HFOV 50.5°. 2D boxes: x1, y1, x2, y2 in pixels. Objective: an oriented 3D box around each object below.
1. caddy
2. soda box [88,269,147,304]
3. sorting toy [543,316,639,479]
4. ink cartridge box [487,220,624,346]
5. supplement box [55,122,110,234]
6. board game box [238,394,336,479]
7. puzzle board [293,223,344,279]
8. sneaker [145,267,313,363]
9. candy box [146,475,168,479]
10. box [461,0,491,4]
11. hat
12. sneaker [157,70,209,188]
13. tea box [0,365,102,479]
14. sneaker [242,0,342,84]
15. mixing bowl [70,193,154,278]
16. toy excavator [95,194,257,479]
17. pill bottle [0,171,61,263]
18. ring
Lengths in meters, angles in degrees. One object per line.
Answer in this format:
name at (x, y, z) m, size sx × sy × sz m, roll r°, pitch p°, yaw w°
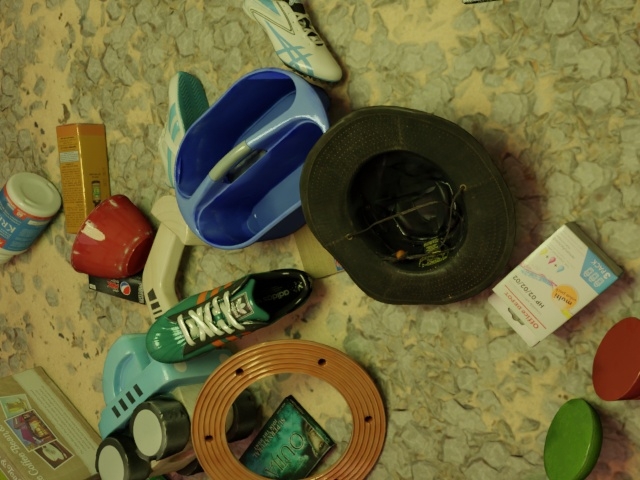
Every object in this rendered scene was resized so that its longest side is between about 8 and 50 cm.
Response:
caddy at (-0.104, -0.133, 1.147) m, size 0.341 × 0.179 × 0.241 m, roll -37°, pitch 75°, yaw 28°
soda box at (-0.411, 0.088, 1.433) m, size 0.169 × 0.060 × 0.053 m, roll 12°, pitch 108°, yaw 29°
sorting toy at (0.415, 0.286, 0.967) m, size 0.126 × 0.127 × 0.365 m, roll 20°, pitch 112°, yaw -4°
ink cartridge box at (0.331, 0.071, 0.991) m, size 0.104 × 0.062 × 0.181 m, roll 49°, pitch 118°, yaw 16°
supplement box at (-0.503, -0.130, 1.450) m, size 0.080 × 0.078 × 0.233 m, roll -2°, pitch 95°, yaw 31°
board game box at (-0.066, 0.401, 1.291) m, size 0.126 × 0.026 × 0.186 m, roll 43°, pitch 115°, yaw 20°
puzzle board at (0.000, 0.000, 1.208) m, size 0.097 × 0.011 × 0.128 m, roll -19°, pitch 87°, yaw 30°
sneaker at (-0.154, 0.117, 1.149) m, size 0.108 × 0.302 × 0.121 m, roll 64°, pitch 165°, yaw 6°
candy box at (-0.344, 0.682, 1.438) m, size 0.317 × 0.122 × 0.268 m, roll 36°, pitch 114°, yaw 21°
box at (0.244, -0.397, 1.005) m, size 0.067 × 0.018 × 0.083 m, roll 4°, pitch 99°, yaw 30°
hat at (0.141, -0.065, 1.037) m, size 0.332 × 0.134 × 0.331 m, roll 10°, pitch 121°, yaw 17°
sneaker at (-0.268, -0.207, 1.296) m, size 0.092 × 0.087 × 0.228 m, roll 0°, pitch 94°, yaw 33°
tea box at (-0.698, 0.535, 1.571) m, size 0.329 × 0.220 × 0.323 m, roll 42°, pitch 116°, yaw 19°
sneaker at (-0.044, -0.355, 1.142) m, size 0.237 × 0.085 × 0.086 m, roll 50°, pitch 128°, yaw 15°
mixing bowl at (-0.398, 0.008, 1.359) m, size 0.098 × 0.181 × 0.181 m, roll 28°, pitch 110°, yaw 11°
toy excavator at (-0.299, 0.195, 1.311) m, size 0.433 × 0.222 × 0.445 m, roll -44°, pitch 62°, yaw 30°
pill bottle at (-0.700, -0.043, 1.551) m, size 0.221 × 0.124 × 0.124 m, roll -43°, pitch 75°, yaw 28°
ring at (-0.055, 0.322, 1.181) m, size 0.337 × 0.032 × 0.336 m, roll -1°, pitch 108°, yaw -3°
